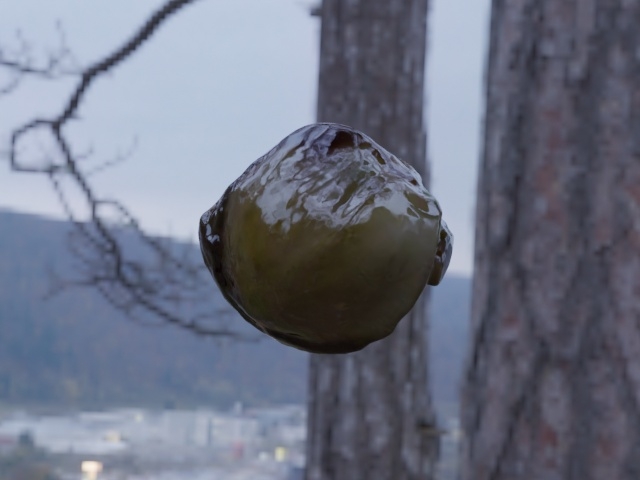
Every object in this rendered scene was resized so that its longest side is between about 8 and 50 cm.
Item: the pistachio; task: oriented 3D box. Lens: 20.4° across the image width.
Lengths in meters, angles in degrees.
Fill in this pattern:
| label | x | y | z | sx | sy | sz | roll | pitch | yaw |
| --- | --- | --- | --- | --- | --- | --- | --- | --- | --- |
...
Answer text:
| label | x | y | z | sx | sy | sz | roll | pitch | yaw |
| --- | --- | --- | --- | --- | --- | --- | --- | --- | --- |
| pistachio | 0.000 | 0.000 | 1.279 | 0.210 | 0.165 | 0.130 | -5 | -4 | 32 |
